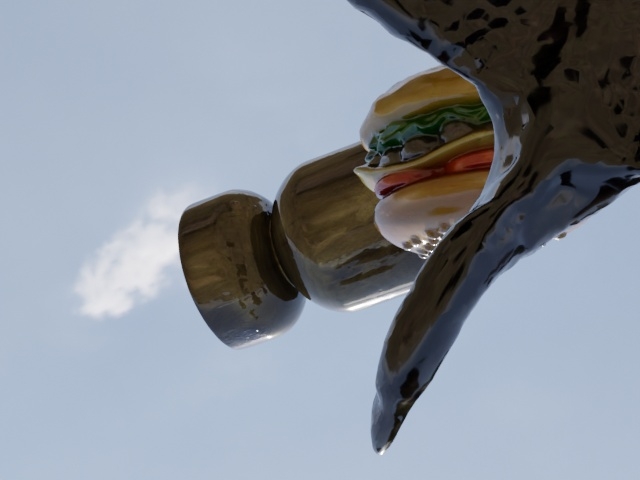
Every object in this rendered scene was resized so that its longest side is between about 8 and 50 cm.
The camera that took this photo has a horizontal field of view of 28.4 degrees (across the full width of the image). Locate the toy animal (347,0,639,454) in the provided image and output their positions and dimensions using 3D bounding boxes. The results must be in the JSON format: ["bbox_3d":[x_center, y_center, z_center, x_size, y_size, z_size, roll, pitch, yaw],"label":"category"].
[{"bbox_3d":[0.082,-0.028,0.336,0.272,0.197,0.160,31,-160,21],"label":"toy animal"}]

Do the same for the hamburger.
[{"bbox_3d":[0.102,-0.050,0.810,0.162,0.162,0.115,-8,-105,9],"label":"hamburger"}]

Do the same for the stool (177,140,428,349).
[{"bbox_3d":[0.000,0.000,1.402,0.264,0.179,0.179,-19,-144,19],"label":"stool"}]
